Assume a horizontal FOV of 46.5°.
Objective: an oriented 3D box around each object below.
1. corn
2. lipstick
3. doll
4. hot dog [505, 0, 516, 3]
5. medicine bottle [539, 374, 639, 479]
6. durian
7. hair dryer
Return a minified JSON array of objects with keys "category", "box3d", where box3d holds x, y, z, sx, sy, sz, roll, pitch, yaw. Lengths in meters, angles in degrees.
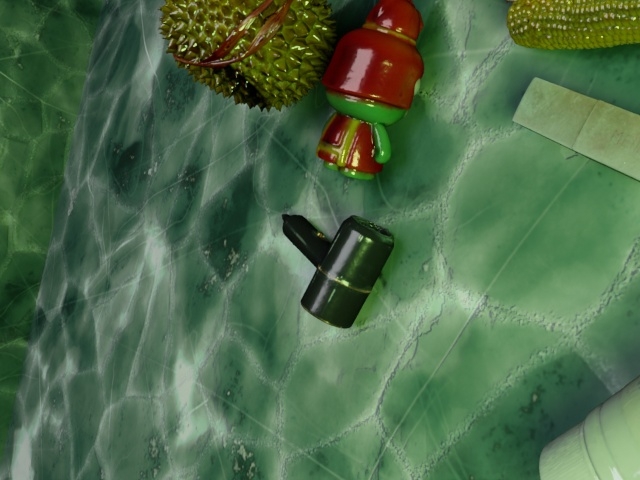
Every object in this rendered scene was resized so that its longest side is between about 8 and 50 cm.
[{"category":"corn","box3d":[0.392,-0.314,1.023,0.310,0.102,0.101,3,80,52]},{"category":"lipstick","box3d":[0.408,-0.117,0.954,0.371,0.080,0.076,43,113,50]},{"category":"doll","box3d":[0.093,-0.292,1.339,0.183,0.160,0.362,33,104,53]},{"category":"hot dog","box3d":[0.260,-0.476,1.199,0.253,0.069,0.131,42,124,20]},{"category":"medicine bottle","box3d":[0.400,0.210,0.762,0.332,0.190,0.189,-49,45,29]},{"category":"durian","box3d":[-0.140,-0.427,1.496,0.348,0.385,0.347,-3,86,49]},{"category":"hair dryer","box3d":[0.000,0.000,1.420,0.189,0.107,0.352,-62,34,12]}]
